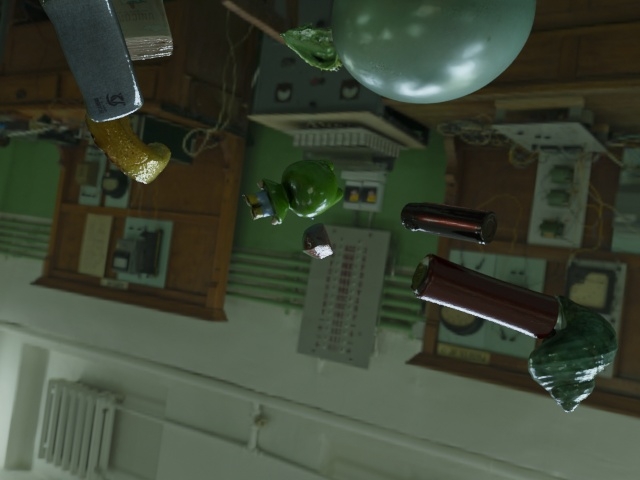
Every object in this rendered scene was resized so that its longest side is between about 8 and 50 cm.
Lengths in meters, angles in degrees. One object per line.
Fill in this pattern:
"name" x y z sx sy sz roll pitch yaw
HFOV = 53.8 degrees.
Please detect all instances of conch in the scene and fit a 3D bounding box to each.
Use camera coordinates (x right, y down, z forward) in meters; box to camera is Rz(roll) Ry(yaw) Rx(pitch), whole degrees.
"conch" 0.432 0.191 1.098 0.122 0.188 0.176 39 156 -5

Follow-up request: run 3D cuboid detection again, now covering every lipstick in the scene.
"lipstick" 0.273 0.093 1.044 0.241 0.080 0.080 19 176 -10

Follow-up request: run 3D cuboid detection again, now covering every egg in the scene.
"egg" 0.185 -0.363 1.017 0.389 0.275 0.276 -23 -163 -36

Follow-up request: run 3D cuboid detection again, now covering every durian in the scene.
"durian" 0.009 -0.387 1.240 0.100 0.086 0.215 15 -178 -44

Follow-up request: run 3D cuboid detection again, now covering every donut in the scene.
"donut" -0.511 -0.246 1.706 0.101 0.152 0.259 -32 130 15

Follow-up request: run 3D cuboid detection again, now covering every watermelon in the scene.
"watermelon" 0.000 0.001 1.644 0.072 0.092 0.084 18 175 27

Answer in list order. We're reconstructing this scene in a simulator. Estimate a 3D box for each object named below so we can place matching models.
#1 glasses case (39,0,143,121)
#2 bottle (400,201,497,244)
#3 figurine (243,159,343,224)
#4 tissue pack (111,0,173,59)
"glasses case" -0.474 -0.398 1.333 0.131 0.074 0.323 -21 145 -13
"bottle" 0.213 -0.032 1.077 0.164 0.060 0.060 13 -178 41
"figurine" -0.071 -0.127 1.711 0.264 0.162 0.143 -20 177 -15
"tissue pack" -0.483 -0.578 1.609 0.170 0.325 0.071 -8 140 -15
